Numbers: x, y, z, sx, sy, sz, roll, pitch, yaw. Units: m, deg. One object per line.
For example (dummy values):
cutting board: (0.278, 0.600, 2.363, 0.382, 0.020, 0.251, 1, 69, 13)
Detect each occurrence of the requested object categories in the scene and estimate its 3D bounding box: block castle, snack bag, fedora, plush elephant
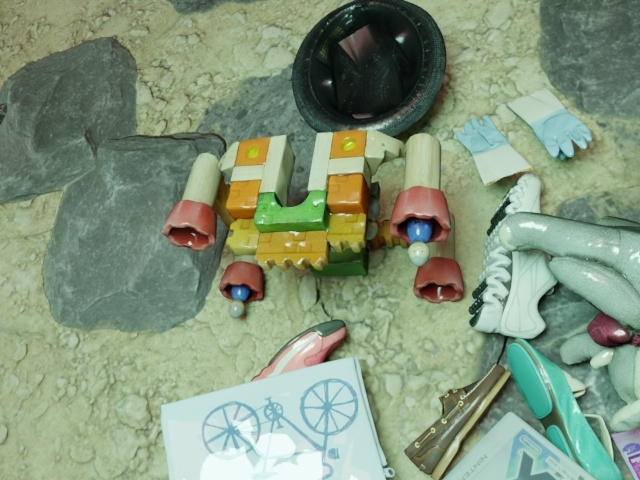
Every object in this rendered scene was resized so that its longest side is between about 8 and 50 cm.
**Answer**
block castle: (0.000, 0.000, 0.946, 0.453, 0.303, 0.213, -2, 60, 18)
snack bag: (-0.054, 0.362, 0.823, 0.323, 0.037, 0.343, -13, 60, -6)
fedora: (0.104, -0.315, 1.134, 0.334, 0.152, 0.334, -6, 68, 16)
plush elephant: (0.438, 0.112, 0.790, 0.330, 0.271, 0.255, 22, 109, 53)

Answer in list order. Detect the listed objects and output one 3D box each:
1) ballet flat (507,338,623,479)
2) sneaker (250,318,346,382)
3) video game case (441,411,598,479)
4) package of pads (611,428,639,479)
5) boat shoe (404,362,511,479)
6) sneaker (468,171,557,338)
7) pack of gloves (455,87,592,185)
ballet flat: (0.365, 0.257, 0.841, 0.087, 0.083, 0.247, -11, 61, -13)
sneaker: (-0.053, 0.269, 0.968, 0.314, 0.116, 0.136, -44, 81, -5)
video game case: (0.241, 0.406, 0.715, 0.300, 0.036, 0.329, -44, 21, -4)
package of pads: (0.454, 0.303, 0.795, 0.032, 0.050, 0.083, -4, 58, -26)
boat shoe: (0.212, 0.269, 0.879, 0.073, 0.073, 0.207, 36, 81, 26)
sneaker: (0.334, 0.026, 0.943, 0.118, 0.110, 0.292, 17, 72, 6)
pack of gloves: (0.362, -0.180, 1.027, 0.195, 0.046, 0.232, -21, 35, 11)
